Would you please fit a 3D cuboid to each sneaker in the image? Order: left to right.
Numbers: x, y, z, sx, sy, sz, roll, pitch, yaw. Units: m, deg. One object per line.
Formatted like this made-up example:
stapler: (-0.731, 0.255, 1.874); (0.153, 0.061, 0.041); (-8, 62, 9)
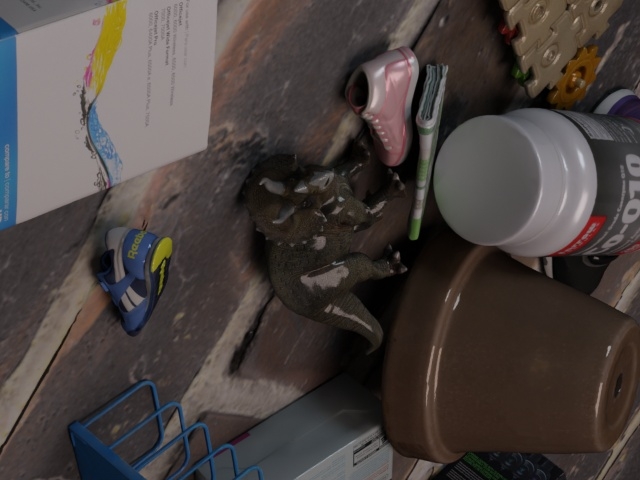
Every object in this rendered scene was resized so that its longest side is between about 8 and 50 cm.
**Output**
sneaker: (-0.173, 0.034, 1.650); (0.144, 0.059, 0.053); (106, 5, -53)
sneaker: (0.054, -0.125, 1.775); (0.070, 0.051, 0.134); (-21, 136, -29)
sneaker: (0.354, -0.029, 2.148); (0.107, 0.124, 0.283); (-20, 134, -38)

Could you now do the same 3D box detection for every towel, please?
towel: (0.104, -0.091, 1.841); (0.113, 0.023, 0.152); (-72, 171, -50)

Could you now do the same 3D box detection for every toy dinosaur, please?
toy dinosaur: (0.000, 0.000, 1.792); (0.160, 0.121, 0.313); (-25, 143, -18)

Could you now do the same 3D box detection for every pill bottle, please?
pill bottle: (0.258, -0.062, 1.966); (0.283, 0.161, 0.161); (-1, 121, -52)

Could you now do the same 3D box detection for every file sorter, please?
file sorter: (-0.144, 0.234, 1.752); (0.104, 0.170, 0.118); (-36, 143, -27)

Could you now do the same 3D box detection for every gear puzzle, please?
gear puzzle: (0.251, -0.253, 1.907); (0.175, 0.044, 0.339); (-47, 148, -12)

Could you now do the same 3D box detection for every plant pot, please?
plant pot: (0.219, 0.135, 1.971); (0.263, 0.229, 0.263); (-40, 136, -52)

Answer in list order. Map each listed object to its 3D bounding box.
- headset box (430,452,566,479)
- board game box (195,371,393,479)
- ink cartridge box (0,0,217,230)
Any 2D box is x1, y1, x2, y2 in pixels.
headset box: (0.206, 0.405, 2.355); (0.283, 0.131, 0.246); (-42, 144, -16)
board game box: (-0.027, 0.328, 2.042); (0.224, 0.097, 0.303); (-29, 138, -30)
ink cartridge box: (-0.216, -0.137, 1.332); (0.232, 0.171, 0.168); (-24, 137, -35)
